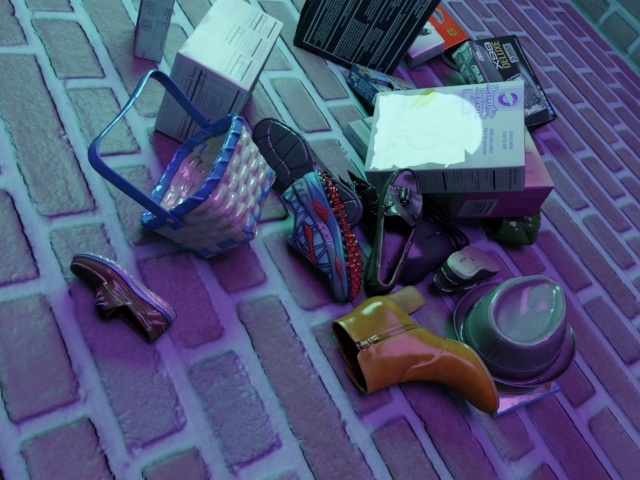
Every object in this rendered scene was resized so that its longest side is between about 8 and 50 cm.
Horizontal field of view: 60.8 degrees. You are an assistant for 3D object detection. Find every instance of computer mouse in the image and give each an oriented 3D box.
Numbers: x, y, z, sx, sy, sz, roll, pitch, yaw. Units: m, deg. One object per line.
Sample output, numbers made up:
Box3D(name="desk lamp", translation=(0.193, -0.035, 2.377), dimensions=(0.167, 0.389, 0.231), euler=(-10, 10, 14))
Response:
Box3D(name="computer mouse", translation=(0.230, -0.005, 1.207), dimensions=(0.188, 0.072, 0.272), euler=(47, 48, 8))

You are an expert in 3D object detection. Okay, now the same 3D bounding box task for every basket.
Box3D(name="basket", translation=(-0.229, -0.122, 0.931), dimensions=(0.289, 0.201, 0.255), euler=(50, 38, -31))

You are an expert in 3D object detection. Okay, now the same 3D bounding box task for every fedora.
Box3D(name="fedora", translation=(0.400, 0.153, 1.078), dimensions=(0.275, 0.124, 0.244), euler=(-28, 58, -28))

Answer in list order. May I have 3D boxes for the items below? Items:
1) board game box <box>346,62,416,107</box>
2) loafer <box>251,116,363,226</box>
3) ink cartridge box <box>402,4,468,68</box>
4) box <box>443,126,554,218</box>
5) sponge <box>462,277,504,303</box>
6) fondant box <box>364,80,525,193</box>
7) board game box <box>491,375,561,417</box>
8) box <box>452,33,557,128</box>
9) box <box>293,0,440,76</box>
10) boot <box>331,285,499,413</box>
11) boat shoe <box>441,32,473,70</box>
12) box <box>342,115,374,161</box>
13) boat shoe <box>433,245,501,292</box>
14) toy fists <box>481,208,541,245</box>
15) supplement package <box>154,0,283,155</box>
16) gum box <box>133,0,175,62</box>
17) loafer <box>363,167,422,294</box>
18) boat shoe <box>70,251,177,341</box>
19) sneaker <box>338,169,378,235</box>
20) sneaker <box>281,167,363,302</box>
Box3D(name="board game box", translation=(0.198, -0.391, 1.458), dimensions=(0.194, 0.060, 0.194), euler=(2, 35, -33))
Box3D(name="loafer", translation=(-0.030, -0.134, 1.162), dimensions=(0.109, 0.095, 0.302), euler=(-45, 80, 1))
Box3D(name="ink cartridge box", translation=(0.301, -0.696, 1.712), dimensions=(0.238, 0.060, 0.275), euler=(-30, 72, -12))
Box3D(name="box", translation=(0.401, -0.183, 1.318), dimensions=(0.213, 0.117, 0.243), euler=(-3, 56, -10))
Box3D(name="sponge", translation=(0.408, 0.189, 1.186), dimensions=(0.117, 0.031, 0.210), euler=(-15, 66, -34))
Box3D(name="fondant box", translation=(0.279, -0.226, 1.213), dimensions=(0.330, 0.096, 0.238), euler=(1, 60, 18))
Box3D(name="board game box", translation=(0.387, 0.276, 1.084), dimensions=(0.154, 0.026, 0.103), euler=(-13, 65, -18))
Box3D(name="box", translation=(0.571, -0.476, 1.687), dimensions=(0.242, 0.076, 0.308), euler=(-19, 82, -33))
Box3D(name="box", translation=(0.122, -0.632, 1.468), dimensions=(0.294, 0.296, 0.183), euler=(21, 48, -15))
Box3D(name="boot", translation=(0.164, 0.231, 0.987), dimensions=(0.211, 0.104, 0.295), euler=(-25, 68, -33))
Box3D(name="boat shoe", translation=(0.564, -0.584, 1.810), dimensions=(0.335, 0.095, 0.112), euler=(15, 50, -18))
Box3D(name="box", translation=(0.167, -0.251, 1.380), dimensions=(0.186, 0.038, 0.145), euler=(-22, 70, -40))
Box3D(name="boat shoe", translation=(0.327, 0.066, 1.211), dimensions=(0.233, 0.079, 0.084), euler=(-8, 48, -50))
Box3D(name="toy fists", translation=(0.485, -0.112, 1.413), dimensions=(0.142, 0.096, 0.279), euler=(10, 51, -23))
Box3D(name="supplement package", translation=(-0.208, -0.341, 1.127), dimensions=(0.145, 0.204, 0.262), euler=(27, 48, -12))
Box3D(name="gum box", translation=(-0.355, -0.496, 1.172), dimensions=(0.062, 0.188, 0.107), euler=(8, 54, -24))
Box3D(name="loafer", translation=(0.154, -0.021, 1.086), dimensions=(0.096, 0.084, 0.268), euler=(15, 82, -3))
Box3D(name="boat shoe", translation=(-0.314, 0.087, 0.840), dimensions=(0.183, 0.066, 0.066), euler=(33, 48, -3))
Box3D(name="sneaker", translation=(0.104, -0.077, 1.161), dimensions=(0.051, 0.089, 0.170), euler=(-33, 51, -14))
Box3D(name="sneaker", translation=(0.000, 0.000, 1.069), dimensions=(0.104, 0.125, 0.262), euler=(-5, 78, -67))
